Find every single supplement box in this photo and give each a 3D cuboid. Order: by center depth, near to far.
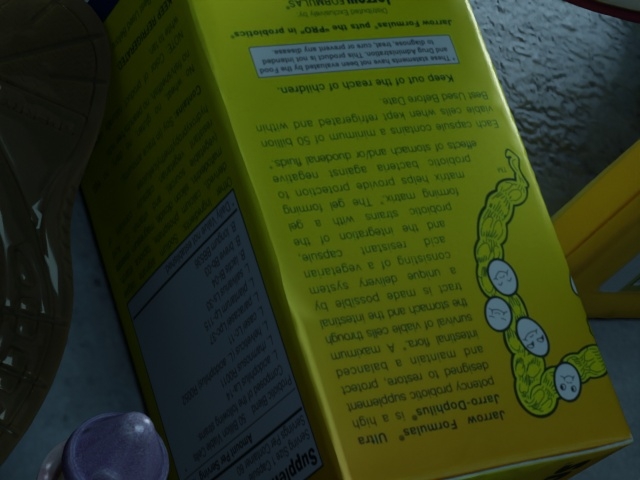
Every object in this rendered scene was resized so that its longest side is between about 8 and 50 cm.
[{"bbox_3d":[0.000,0.000,1.160,0.195,0.194,0.357,-7,70,-32],"label":"supplement box"}]

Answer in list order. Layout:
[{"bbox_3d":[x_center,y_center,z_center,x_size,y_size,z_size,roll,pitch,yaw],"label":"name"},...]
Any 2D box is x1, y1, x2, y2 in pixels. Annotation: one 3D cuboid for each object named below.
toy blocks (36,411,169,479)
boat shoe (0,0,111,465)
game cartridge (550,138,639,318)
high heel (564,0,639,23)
[{"bbox_3d":[-0.066,0.255,0.924,0.309,0.260,0.288,38,52,4],"label":"toy blocks"},{"bbox_3d":[-0.204,0.013,1.094,0.121,0.110,0.341,31,55,-24],"label":"boat shoe"},{"bbox_3d":[0.319,-0.037,1.277,0.285,0.324,0.053,1,64,-28],"label":"game cartridge"},{"bbox_3d":[0.248,-0.167,1.228,0.377,0.181,0.127,11,82,0],"label":"high heel"}]
